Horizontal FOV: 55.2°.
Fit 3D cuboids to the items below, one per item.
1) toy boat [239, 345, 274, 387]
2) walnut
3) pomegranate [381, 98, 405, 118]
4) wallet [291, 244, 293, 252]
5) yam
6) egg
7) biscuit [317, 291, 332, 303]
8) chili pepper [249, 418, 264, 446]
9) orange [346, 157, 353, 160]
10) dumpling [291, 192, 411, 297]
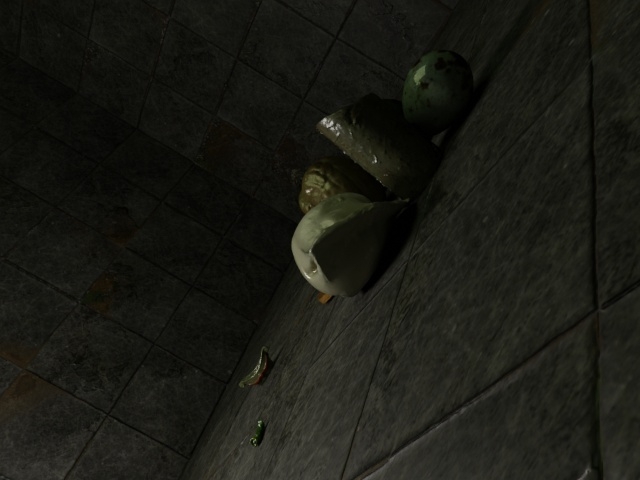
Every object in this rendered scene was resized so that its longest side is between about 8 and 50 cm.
[{"bbox_3d":[-0.224,0.474,2.243,0.185,0.071,0.089,-58,4,10],"label":"toy boat"},{"bbox_3d":[0.070,-0.126,1.829,0.283,0.282,0.228,-65,-22,-48],"label":"walnut"},{"bbox_3d":[0.190,-0.317,1.853,0.231,0.230,0.286,-59,5,8],"label":"pomegranate"},{"bbox_3d":[0.000,0.000,2.378,0.262,0.071,0.221,-58,-31,-20],"label":"wallet"},{"bbox_3d":[0.151,-0.243,1.516,0.168,0.304,0.168,-50,1,1],"label":"yam"},{"bbox_3d":[0.285,-0.359,1.518,0.169,0.169,0.231,-65,-5,-48],"label":"egg"},{"bbox_3d":[0.039,0.130,1.883,0.142,0.028,0.220,-59,5,-12],"label":"biscuit"},{"bbox_3d":[-0.168,0.525,1.660,0.030,0.034,0.091,-22,18,18],"label":"chili pepper"},{"bbox_3d":[0.071,-0.153,2.083,0.261,0.261,0.261,-59,5,8],"label":"orange"},{"bbox_3d":[0.090,-0.001,1.484,0.315,0.233,0.395,-28,-11,-3],"label":"dumpling"}]
